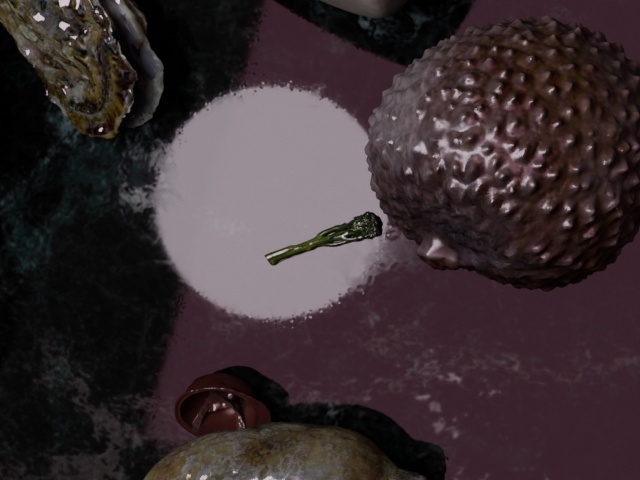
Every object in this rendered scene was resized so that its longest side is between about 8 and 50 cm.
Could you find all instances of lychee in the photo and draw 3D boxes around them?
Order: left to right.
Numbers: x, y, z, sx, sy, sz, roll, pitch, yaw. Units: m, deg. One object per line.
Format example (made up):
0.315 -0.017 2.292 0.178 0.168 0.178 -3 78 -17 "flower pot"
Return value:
0.187 -0.090 1.117 0.300 0.300 0.300 0 89 11 "lychee"

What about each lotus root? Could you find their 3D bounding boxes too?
-0.051 0.283 1.223 0.349 0.175 0.175 -11 87 9 "lotus root"

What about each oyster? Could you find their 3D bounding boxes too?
-0.295 -0.283 1.267 0.162 0.158 0.351 -26 92 18 "oyster"

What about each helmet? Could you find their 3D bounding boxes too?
-0.107 0.183 1.285 0.111 0.057 0.089 9 126 0 "helmet"

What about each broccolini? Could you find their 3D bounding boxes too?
0.000 0.000 1.277 0.140 0.035 0.030 -18 82 12 "broccolini"

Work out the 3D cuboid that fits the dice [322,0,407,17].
0.020 -0.417 1.139 0.277 0.304 0.304 27 94 11 "dice"
